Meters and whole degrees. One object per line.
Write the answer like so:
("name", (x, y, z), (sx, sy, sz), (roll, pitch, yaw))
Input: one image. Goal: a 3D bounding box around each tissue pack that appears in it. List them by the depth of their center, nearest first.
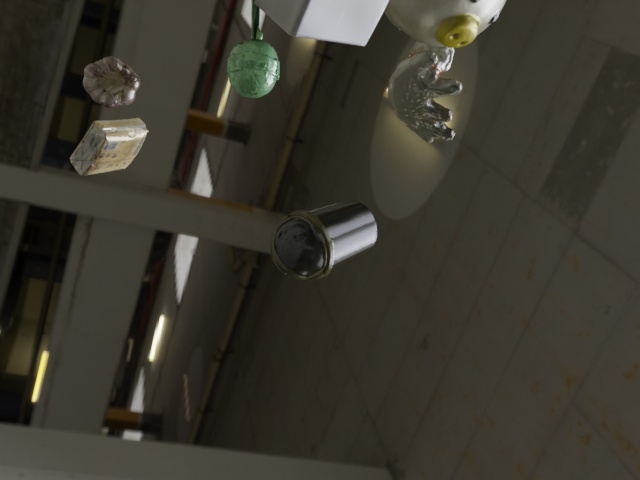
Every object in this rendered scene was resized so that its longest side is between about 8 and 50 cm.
("tissue pack", (0.006, -0.523, 1.488), (0.159, 0.246, 0.136), (47, -54, 28))
("tissue pack", (-0.672, -0.303, 2.220), (0.186, 0.090, 0.222), (-48, 172, 27))

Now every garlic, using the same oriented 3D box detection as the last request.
("garlic", (-0.608, -0.459, 2.014), (0.102, 0.159, 0.147), (-153, -112, -63))

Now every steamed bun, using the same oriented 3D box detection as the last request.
("steamed bun", (0.300, -0.644, 1.685), (0.333, 0.374, 0.334), (-2, -93, 29))

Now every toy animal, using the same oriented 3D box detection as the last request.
("toy animal", (0.317, -0.446, 1.999), (0.266, 0.307, 0.188), (-25, -137, 42))

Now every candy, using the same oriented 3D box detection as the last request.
("candy", (-0.142, -0.538, 1.547), (0.119, 0.119, 0.440), (178, -86, -71))

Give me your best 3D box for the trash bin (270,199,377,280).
("trash bin", (0.000, 0.000, 2.087), (0.214, 0.333, 0.214), (23, -58, 44))
